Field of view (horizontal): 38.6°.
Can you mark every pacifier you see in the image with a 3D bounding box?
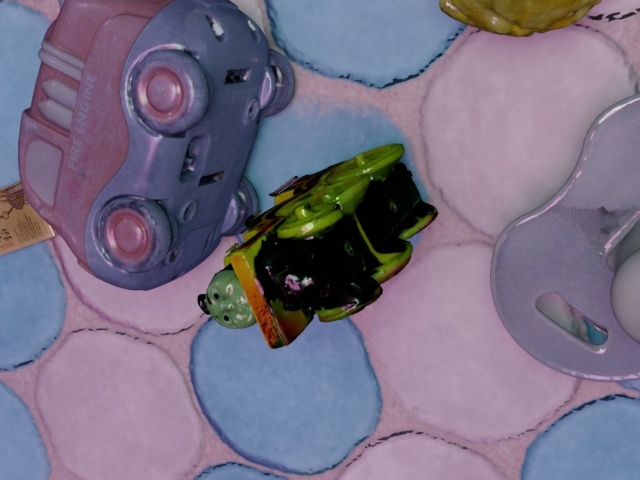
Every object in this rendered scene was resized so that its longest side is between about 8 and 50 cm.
[{"bbox_3d":[0.292,0.026,0.778,0.244,0.233,0.299,35,113,0],"label":"pacifier"}]

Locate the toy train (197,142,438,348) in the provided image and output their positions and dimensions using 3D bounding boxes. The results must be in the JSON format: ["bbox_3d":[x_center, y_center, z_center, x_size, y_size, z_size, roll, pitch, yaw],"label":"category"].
[{"bbox_3d":[0.000,0.000,0.821,0.161,0.296,0.100,-19,102,27],"label":"toy train"}]

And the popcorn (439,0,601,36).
[{"bbox_3d":[0.158,-0.277,0.768,0.212,0.198,0.197,33,114,30],"label":"popcorn"}]

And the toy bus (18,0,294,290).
[{"bbox_3d":[-0.183,-0.112,0.897,0.232,0.197,0.294,25,112,17],"label":"toy bus"}]

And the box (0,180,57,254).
[{"bbox_3d":[-0.375,-0.019,1.058,0.149,0.020,0.073,-18,101,20],"label":"box"}]
